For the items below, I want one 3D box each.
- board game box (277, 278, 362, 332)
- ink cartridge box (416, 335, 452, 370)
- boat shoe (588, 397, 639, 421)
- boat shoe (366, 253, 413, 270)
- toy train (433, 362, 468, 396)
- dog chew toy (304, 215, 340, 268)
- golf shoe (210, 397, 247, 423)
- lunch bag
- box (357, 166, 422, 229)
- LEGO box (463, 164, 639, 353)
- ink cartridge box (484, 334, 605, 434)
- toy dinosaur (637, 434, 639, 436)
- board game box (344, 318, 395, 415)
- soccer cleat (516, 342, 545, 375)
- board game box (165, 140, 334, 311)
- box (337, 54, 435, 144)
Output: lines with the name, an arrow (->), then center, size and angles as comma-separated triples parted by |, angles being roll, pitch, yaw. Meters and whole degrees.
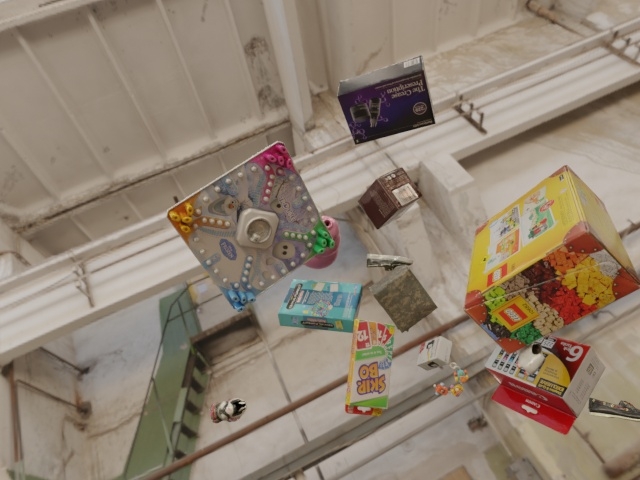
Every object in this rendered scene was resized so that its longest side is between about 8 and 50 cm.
board game box -> 0.006, 0.289, 1.990 | 0.335, 0.254, 0.079 | 3, -58, 14
ink cartridge box -> 0.579, 0.575, 2.238 | 0.072, 0.128, 0.175 | 29, -35, -8
boat shoe -> 0.646, 0.362, 0.935 | 0.132, 0.042, 0.048 | -5, -23, 39
boat shoe -> 0.311, 0.104, 1.981 | 0.219, 0.070, 0.077 | 3, -7, 29
toy train -> 0.596, 0.644, 1.983 | 0.167, 0.125, 0.046 | -60, 2, 3
dog chew toy -> 0.000, 0.000, 2.017 | 0.206, 0.207, 0.332 | -18, -21, -18
golf shoe -> -0.252, 0.506, 1.315 | 0.085, 0.068, 0.186 | -14, -16, 10
lunch bag -> 0.428, 0.301, 2.250 | 0.235, 0.287, 0.169 | -36, 7, 2
box -> 0.308, -0.188, 1.971 | 0.168, 0.167, 0.203 | -27, -12, -32
LEGO box -> 0.645, 0.035, 1.296 | 0.372, 0.193, 0.500 | -44, 4, 35
ink cartridge box -> 0.749, 0.466, 1.520 | 0.130, 0.309, 0.272 | 46, -107, -22
toy dinosaur -> 0.937, 0.607, 1.153 | 0.064, 0.212, 0.112 | -36, -37, 20
board game box -> 0.142, 0.364, 1.257 | 0.124, 0.260, 0.039 | 13, -13, -21
soccer cleat -> 0.583, 0.307, 1.234 | 0.076, 0.068, 0.196 | -49, -1, 20
board game box -> -0.182, -0.029, 1.307 | 0.389, 0.050, 0.390 | -35, -60, -11
box -> 0.205, -0.425, 1.356 | 0.260, 0.103, 0.184 | -11, -46, 20
